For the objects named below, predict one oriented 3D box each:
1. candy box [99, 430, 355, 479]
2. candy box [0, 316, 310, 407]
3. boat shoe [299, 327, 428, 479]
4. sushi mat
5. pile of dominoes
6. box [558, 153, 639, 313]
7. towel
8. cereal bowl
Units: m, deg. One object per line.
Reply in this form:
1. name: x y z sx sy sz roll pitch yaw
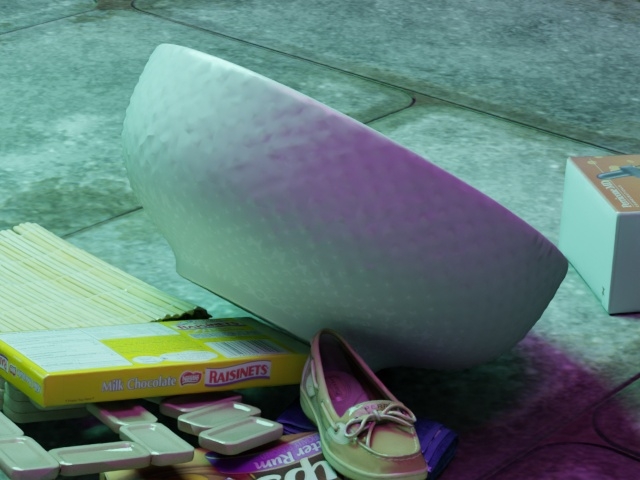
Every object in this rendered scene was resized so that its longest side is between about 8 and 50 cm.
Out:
1. candy box: -0.033 0.169 1.087 0.187 0.053 0.109 -7 23 -17
2. candy box: -0.112 0.080 1.191 0.206 0.027 0.105 -2 11 -31
3. boat shoe: 0.025 0.106 1.112 0.056 0.048 0.153 -5 22 -15
4. sushi mat: -0.223 0.033 1.364 0.151 0.019 0.316 -12 18 -30
5. pile of dominoes: -0.151 0.119 1.159 0.196 0.040 0.251 -2 14 -29
6. box: 0.301 -0.010 1.473 0.170 0.091 0.130 -3 24 -12
7. towel: 0.030 0.133 1.202 0.119 0.029 0.067 10 24 19
8. cereal bowl: 0.000 0.000 1.269 0.339 0.141 0.339 27 -4 2
